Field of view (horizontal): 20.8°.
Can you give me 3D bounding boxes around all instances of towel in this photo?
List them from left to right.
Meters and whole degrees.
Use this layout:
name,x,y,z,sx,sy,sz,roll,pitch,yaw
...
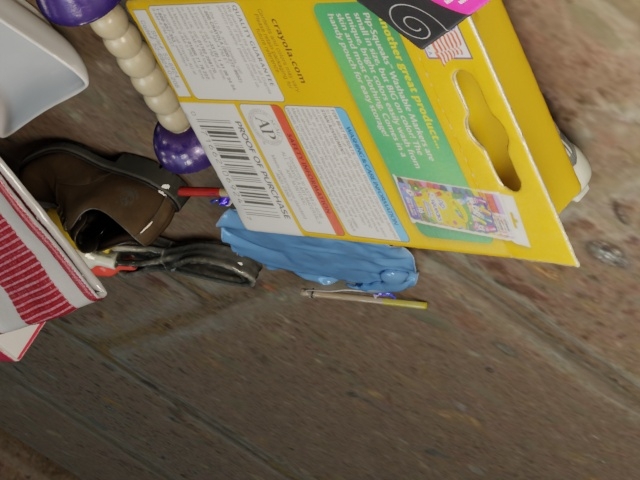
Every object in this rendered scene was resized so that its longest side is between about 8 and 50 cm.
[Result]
name,x,y,z,sx,sy,sz,roll,pitch,yaw
towel,-0.394,0.010,1.774,0.329,0.037,0.237,-17,119,41

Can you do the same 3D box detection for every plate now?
name,x,y,z,sx,sy,sz,roll,pitch,yaw
plate,-0.348,-0.207,1.545,0.278,0.045,0.277,36,160,-17

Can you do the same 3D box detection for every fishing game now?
name,x,y,z,sx,sy,sz,roll,pitch,yaw
fishing game,0.000,0.000,1.552,0.189,0.041,0.264,3,158,32

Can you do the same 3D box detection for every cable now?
name,x,y,z,sx,sy,sz,roll,pitch,yaw
cable,-0.183,0.028,1.841,0.287,0.072,0.139,18,157,29

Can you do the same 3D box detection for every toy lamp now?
name,x,y,z,sx,sy,sz,roll,pitch,yaw
toy lamp,-0.150,-0.153,1.356,0.080,0.080,0.274,17,159,31

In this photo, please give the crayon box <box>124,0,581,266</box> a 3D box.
name,x,y,z,sx,sy,sz,roll,pitch,yaw
crayon box,0.035,-0.097,1.146,0.323,0.083,0.203,7,132,49

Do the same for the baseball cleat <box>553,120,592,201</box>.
name,x,y,z,sx,sy,sz,roll,pitch,yaw
baseball cleat,0.106,-0.065,1.248,0.206,0.072,0.109,-7,125,53

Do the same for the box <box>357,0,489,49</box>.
name,x,y,z,sx,sy,sz,roll,pitch,yaw
box,0.064,-0.220,0.800,0.163,0.142,0.247,35,159,-11

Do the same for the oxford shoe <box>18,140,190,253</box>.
name,x,y,z,sx,sy,sz,roll,pitch,yaw
oxford shoe,-0.236,-0.040,1.722,0.227,0.096,0.083,11,155,45

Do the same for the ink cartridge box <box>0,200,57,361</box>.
name,x,y,z,sx,sy,sz,roll,pitch,yaw
ink cartridge box,-0.383,0.045,2.013,0.100,0.172,0.237,41,158,-23
